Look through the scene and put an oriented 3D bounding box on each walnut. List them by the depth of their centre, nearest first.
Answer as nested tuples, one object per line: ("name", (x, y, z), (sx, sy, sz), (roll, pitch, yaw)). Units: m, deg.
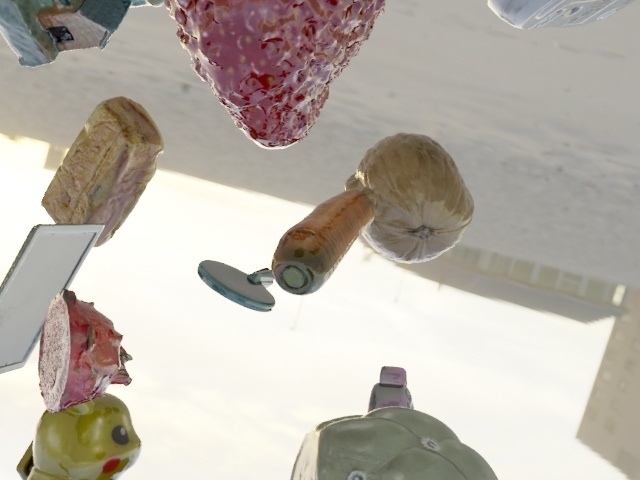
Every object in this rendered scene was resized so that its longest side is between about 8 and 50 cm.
("walnut", (0.150, -0.074, 1.738), (0.227, 0.228, 0.228), (16, -173, -2))

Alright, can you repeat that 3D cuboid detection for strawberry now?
("strawberry", (-0.062, -0.247, 1.051), (0.261, 0.258, 0.261), (33, -156, -17))

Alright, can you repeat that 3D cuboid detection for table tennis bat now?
("table tennis bat", (-0.108, 0.061, 1.473), (0.124, 0.033, 0.201), (33, -170, 11))

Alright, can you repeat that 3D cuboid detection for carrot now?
("carrot", (0.000, 0.000, 1.328), (0.087, 0.087, 0.193), (18, -145, 16))

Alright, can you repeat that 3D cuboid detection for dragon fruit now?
("dragon fruit", (-0.283, 0.137, 1.270), (0.110, 0.153, 0.153), (5, -168, -32))

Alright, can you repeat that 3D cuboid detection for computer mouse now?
("computer mouse", (0.298, -0.326, 1.169), (0.296, 0.121, 0.184), (-22, 170, -43))

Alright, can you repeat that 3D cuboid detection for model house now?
("model house", (-0.398, -0.471, 1.797), (0.324, 0.267, 0.194), (3, 142, 25))

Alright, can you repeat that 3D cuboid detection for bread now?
("bread", (-0.432, -0.137, 2.024), (0.132, 0.294, 0.167), (9, -145, -48))

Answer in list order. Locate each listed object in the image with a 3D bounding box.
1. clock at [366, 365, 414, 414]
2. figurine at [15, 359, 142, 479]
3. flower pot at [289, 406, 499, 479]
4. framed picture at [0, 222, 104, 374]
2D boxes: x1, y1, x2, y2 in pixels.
("clock", (0.139, 0.391, 2.009), (0.090, 0.248, 0.228), (2, -145, 10))
("figurine", (-0.348, 0.333, 1.454), (0.169, 0.327, 0.218), (12, 174, 1))
("flower pot", (0.068, 0.287, 0.997), (0.195, 0.246, 0.246), (14, -173, -10))
("framed picture", (-0.469, 0.094, 1.622), (0.019, 0.296, 0.232), (33, -173, 10))
